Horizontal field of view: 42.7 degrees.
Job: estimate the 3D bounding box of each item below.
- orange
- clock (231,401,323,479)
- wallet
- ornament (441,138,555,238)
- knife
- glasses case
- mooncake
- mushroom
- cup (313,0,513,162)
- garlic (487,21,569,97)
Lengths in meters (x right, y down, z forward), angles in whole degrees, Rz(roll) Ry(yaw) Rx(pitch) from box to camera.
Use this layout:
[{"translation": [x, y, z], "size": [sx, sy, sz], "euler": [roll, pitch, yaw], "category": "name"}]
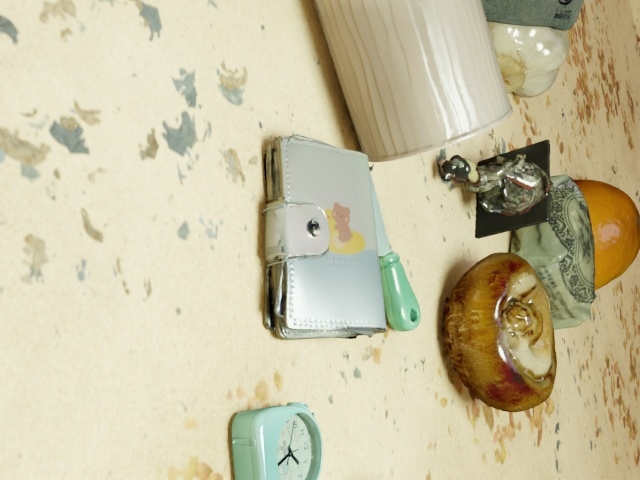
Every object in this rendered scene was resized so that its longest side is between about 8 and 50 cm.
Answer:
[{"translation": [0.631, -0.017, 1.939], "size": [0.310, 0.274, 0.274], "euler": [-91, 169, -82], "category": "orange"}, {"translation": [-0.035, 0.227, 0.879], "size": [0.147, 0.045, 0.108], "euler": [2, 83, -58], "category": "clock"}, {"translation": [0.000, 0.000, 0.960], "size": [0.170, 0.069, 0.231], "euler": [7, 74, -39], "category": "wallet"}, {"translation": [0.272, -0.114, 1.367], "size": [0.196, 0.166, 0.153], "euler": [20, 65, -38], "category": "ornament"}, {"translation": [0.081, 0.004, 1.129], "size": [0.063, 0.034, 0.260], "euler": [-26, 99, -50], "category": "knife"}, {"translation": [0.342, -0.449, 1.452], "size": [0.323, 0.074, 0.131], "euler": [-5, 119, -33], "category": "glasses case"}, {"translation": [0.476, 0.022, 1.641], "size": [0.254, 0.136, 0.250], "euler": [55, 38, -37], "category": "mooncake"}, {"translation": [0.294, 0.144, 1.311], "size": [0.253, 0.153, 0.253], "euler": [16, 70, -53], "category": "mushroom"}, {"translation": [0.130, -0.266, 1.087], "size": [0.288, 0.208, 0.273], "euler": [-40, 115, -52], "category": "cup"}, {"translation": [0.423, -0.404, 1.646], "size": [0.229, 0.143, 0.178], "euler": [43, 51, -34], "category": "garlic"}]
